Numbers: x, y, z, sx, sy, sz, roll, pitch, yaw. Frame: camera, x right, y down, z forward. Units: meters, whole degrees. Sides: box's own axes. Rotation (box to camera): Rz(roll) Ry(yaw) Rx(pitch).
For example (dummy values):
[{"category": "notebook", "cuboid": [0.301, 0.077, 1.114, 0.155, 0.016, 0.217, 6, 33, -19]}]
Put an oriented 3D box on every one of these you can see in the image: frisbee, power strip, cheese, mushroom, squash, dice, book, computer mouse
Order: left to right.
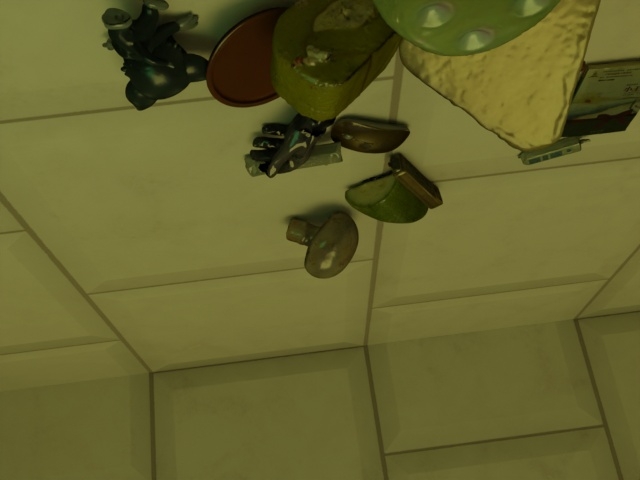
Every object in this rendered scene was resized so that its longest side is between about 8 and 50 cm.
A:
[{"category": "frisbee", "cuboid": [-0.110, -0.357, 1.454, 0.250, 0.021, 0.251, -24, 153, -13]}, {"category": "mushroom", "cuboid": [0.010, 0.013, 2.185, 0.209, 0.207, 0.206, 4, 163, 30]}, {"category": "computer mouse", "cuboid": [0.123, -0.254, 1.799, 0.199, 0.045, 0.102, 5, 151, -25]}, {"category": "squash", "cuboid": [0.200, -0.092, 2.107, 0.169, 0.093, 0.252, -19, 153, 21]}, {"category": "power strip", "cuboid": [0.267, -0.156, 2.024, 0.044, 0.064, 0.305, -24, 151, 22]}, {"category": "dice", "cuboid": [0.221, -0.457, 1.151, 0.252, 0.255, 0.249, -27, 149, 37]}, {"category": "cheese", "cuboid": [0.383, -0.386, 1.403, 0.383, 0.104, 0.384, 5, 125, 7]}, {"category": "power strip", "cuboid": [0.628, -0.242, 1.988, 0.191, 0.030, 0.047, -15, 155, 16]}, {"category": "book", "cuboid": [0.699, -0.341, 1.803, 0.201, 0.026, 0.289, -5, 155, -2]}]

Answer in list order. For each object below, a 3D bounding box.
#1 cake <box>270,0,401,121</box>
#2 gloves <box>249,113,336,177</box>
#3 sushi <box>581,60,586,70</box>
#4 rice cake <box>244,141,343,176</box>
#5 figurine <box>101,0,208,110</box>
[{"category": "cake", "cuboid": [0.026, -0.359, 1.344, 0.260, 0.179, 0.156, -48, 172, -21]}, {"category": "gloves", "cuboid": [-0.059, -0.235, 1.694, 0.119, 0.142, 0.285, 40, 134, -22]}, {"category": "sushi", "cuboid": [0.451, -0.398, 1.524, 0.226, 0.097, 0.103, 10, 150, -19]}, {"category": "rice cake", "cuboid": [-0.064, -0.200, 1.825, 0.256, 0.052, 0.057, -8, 144, 16]}, {"category": "figurine", "cuboid": [-0.302, -0.352, 1.366, 0.193, 0.140, 0.265, -26, 178, -3]}]
